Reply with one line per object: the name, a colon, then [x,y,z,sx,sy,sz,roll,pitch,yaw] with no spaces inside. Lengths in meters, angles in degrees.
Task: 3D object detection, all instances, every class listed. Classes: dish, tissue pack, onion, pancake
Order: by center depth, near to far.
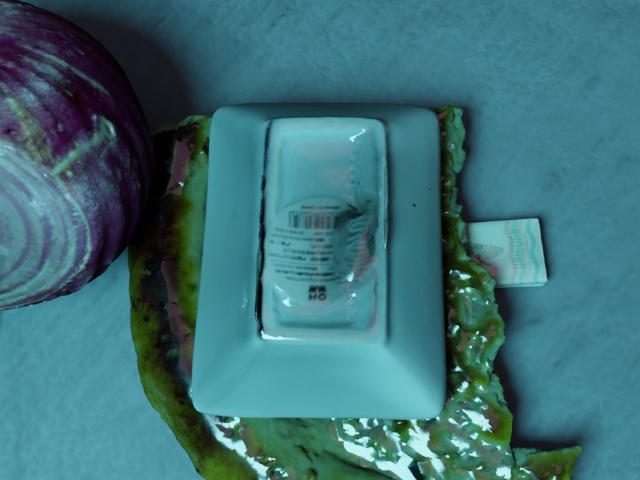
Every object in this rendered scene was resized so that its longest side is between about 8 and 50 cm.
dish: [0.000,0.000,0.564,0.182,0.080,0.243,1,73,1]
onion: [-0.247,-0.069,0.593,0.231,0.272,0.256,-16,66,-14]
pancake: [0.007,0.066,0.605,0.305,0.067,0.426,-16,72,4]
tissue pack: [0.127,0.012,0.649,0.108,0.023,0.056,-5,72,2]
